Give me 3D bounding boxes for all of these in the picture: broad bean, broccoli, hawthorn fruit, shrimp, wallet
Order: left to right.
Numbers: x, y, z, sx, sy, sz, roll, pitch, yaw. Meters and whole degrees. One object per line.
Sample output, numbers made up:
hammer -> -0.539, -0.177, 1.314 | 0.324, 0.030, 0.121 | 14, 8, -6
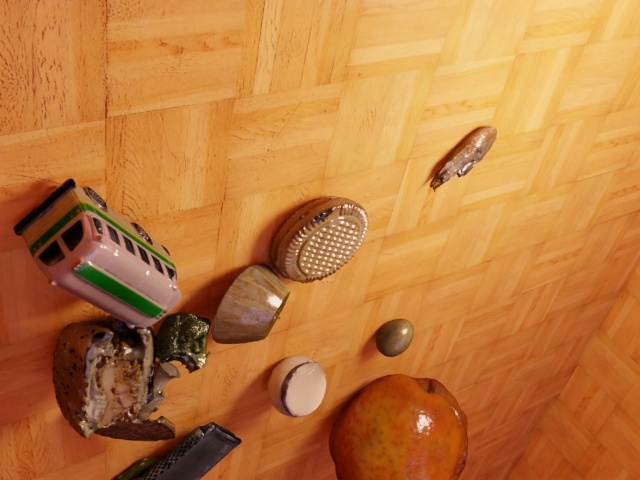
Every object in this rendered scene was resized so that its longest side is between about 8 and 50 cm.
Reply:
broad bean -> -0.532, 0.655, 2.061 | 0.227, 0.039, 0.069 | -45, 138, 8
wallet -> -0.394, 0.630, 2.111 | 0.342, 0.075, 0.237 | -40, 154, -4
broccoli -> -0.308, 0.229, 1.736 | 0.145, 0.138, 0.162 | -28, -179, -8
hawthorn fruit -> 0.273, 0.652, 2.459 | 0.471, 0.472, 0.472 | -24, 142, -21
shrimp -> 0.366, -0.202, 1.950 | 0.223, 0.047, 0.126 | -43, 154, 2

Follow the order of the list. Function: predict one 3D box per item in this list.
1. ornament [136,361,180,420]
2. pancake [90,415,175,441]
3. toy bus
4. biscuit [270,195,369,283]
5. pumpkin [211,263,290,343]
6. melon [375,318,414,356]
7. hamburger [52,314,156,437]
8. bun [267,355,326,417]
ornament -> -0.404, 0.365, 1.831 | 0.156, 0.081, 0.075 | -50, 163, 7
pancake -> -0.459, 0.439, 1.814 | 0.235, 0.029, 0.212 | 25, 141, -29
toy bus -> -0.386, 0.043, 1.413 | 0.143, 0.179, 0.305 | -41, 145, 1
biscuit -> 0.000, 0.000, 1.801 | 0.259, 0.079, 0.259 | -24, 141, -21
pumpkin -> -0.145, 0.167, 1.787 | 0.217, 0.110, 0.217 | -53, 157, -34
melon -> 0.224, 0.290, 2.300 | 0.131, 0.098, 0.098 | -51, 143, 9
hamburger -> -0.457, 0.258, 1.590 | 0.167, 0.192, 0.288 | -17, 128, -43
bun -> -0.075, 0.401, 2.128 | 0.173, 0.120, 0.173 | -8, 102, -40
